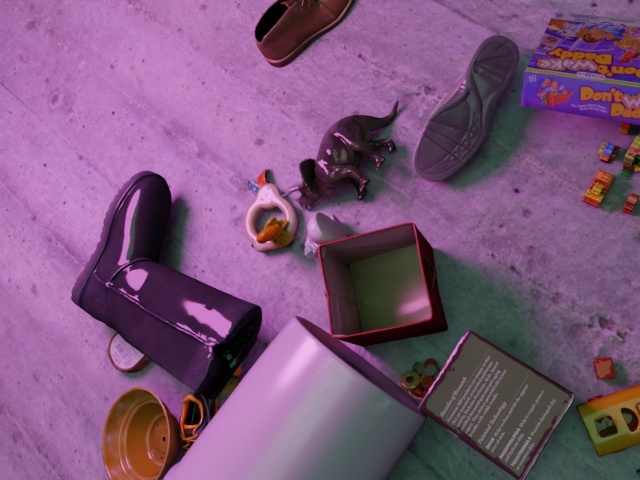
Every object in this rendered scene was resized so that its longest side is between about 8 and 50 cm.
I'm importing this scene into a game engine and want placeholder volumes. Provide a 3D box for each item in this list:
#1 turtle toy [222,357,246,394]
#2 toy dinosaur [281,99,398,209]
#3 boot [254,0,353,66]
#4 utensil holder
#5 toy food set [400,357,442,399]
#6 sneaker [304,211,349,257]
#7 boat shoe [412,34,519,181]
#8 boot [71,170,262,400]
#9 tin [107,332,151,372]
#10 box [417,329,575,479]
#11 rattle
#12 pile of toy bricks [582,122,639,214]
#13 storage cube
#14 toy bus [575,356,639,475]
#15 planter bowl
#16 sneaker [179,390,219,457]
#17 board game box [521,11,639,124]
[{"bbox_3d":[-0.197,0.263,1.393,0.095,0.066,0.130,3,79,29],"label":"turtle toy"},{"bbox_3d":[0.057,-0.189,1.383,0.160,0.121,0.313,33,93,7],"label":"toy dinosaur"},{"bbox_3d":[-0.029,-0.542,1.510,0.305,0.115,0.112,-45,65,3],"label":"boot"},{"bbox_3d":[-0.041,0.377,1.176,0.327,0.327,0.385,36,88,24],"label":"utensil holder"},{"bbox_3d":[0.200,0.267,1.256,0.082,0.020,0.083,-44,38,-8],"label":"toy food set"},{"bbox_3d":[0.000,0.000,1.314,0.094,0.212,0.080,-40,82,9],"label":"sneaker"},{"bbox_3d":[0.295,-0.263,1.338,0.118,0.103,0.320,28,93,5],"label":"boat shoe"},{"bbox_3d":[-0.304,0.078,1.392,0.445,0.146,0.367,24,90,36],"label":"boot"},{"bbox_3d":[-0.409,0.224,1.500,0.189,0.040,0.106,-44,71,5],"label":"tin"},{"bbox_3d":[0.313,0.285,1.145,0.203,0.168,0.167,32,90,25],"label":"box"},{"bbox_3d":[-0.135,-0.080,1.422,0.130,0.142,0.200,-17,77,31],"label":"rattle"},{"bbox_3d":[0.573,-0.156,1.194,0.118,0.105,0.212,28,88,24],"label":"pile of toy bricks"},{"bbox_3d":[0.127,0.094,1.249,0.215,0.193,0.184,-14,72,16],"label":"storage cube"},{"bbox_3d":[0.536,0.293,1.096,0.191,0.104,0.202,22,85,23],"label":"toy bus"},{"bbox_3d":[-0.362,0.425,1.390,0.217,0.090,0.217,-11,71,35],"label":"planter bowl"},{"bbox_3d":[-0.262,0.417,1.371,0.084,0.083,0.215,-10,75,16],"label":"sneaker"},{"bbox_3d":[0.572,-0.311,1.189,0.347,0.078,0.233,15,50,22],"label":"board game box"}]
